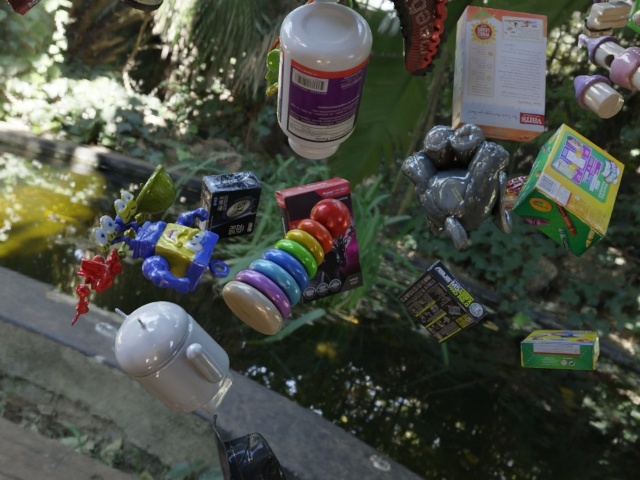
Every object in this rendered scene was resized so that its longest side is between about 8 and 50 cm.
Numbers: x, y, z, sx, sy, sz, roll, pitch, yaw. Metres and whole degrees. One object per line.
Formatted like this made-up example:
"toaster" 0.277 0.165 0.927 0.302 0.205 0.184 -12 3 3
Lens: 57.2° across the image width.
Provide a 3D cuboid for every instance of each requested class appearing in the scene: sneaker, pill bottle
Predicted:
"sneaker" 0.163 -0.419 1.019 0.135 0.276 0.097 3 41 -3
"sneaker" 0.537 -0.125 1.661 0.225 0.088 0.092 3 -36 2
"pill bottle" 0.000 -0.325 1.255 0.182 0.181 0.323 19 -31 6

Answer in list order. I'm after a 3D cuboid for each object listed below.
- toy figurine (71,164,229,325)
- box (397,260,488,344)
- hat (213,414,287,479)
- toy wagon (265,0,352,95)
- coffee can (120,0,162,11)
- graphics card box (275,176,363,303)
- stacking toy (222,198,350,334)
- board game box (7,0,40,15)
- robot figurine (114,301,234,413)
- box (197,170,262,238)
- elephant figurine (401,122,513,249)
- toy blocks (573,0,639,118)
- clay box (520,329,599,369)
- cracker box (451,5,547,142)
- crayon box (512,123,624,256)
"toy figurine" -0.269 0.024 1.065 0.217 0.191 0.362 20 28 -8
"box" 0.382 0.204 1.877 0.216 0.060 0.270 47 -26 9
"hat" -0.143 0.531 1.294 0.134 0.331 0.331 -13 18 -15
"toy wagon" -0.052 -0.509 1.501 0.068 0.344 0.267 45 37 -7
"coffee can" -0.415 -0.742 1.453 0.202 0.275 0.201 28 44 -31
"graphics card box" 0.000 0.000 1.918 0.233 0.370 0.094 -15 19 -21
"stacking toy" -0.052 0.032 1.230 0.141 0.330 0.141 30 -28 17
"board game box" -0.455 -0.534 1.011 0.145 0.281 0.027 56 9 -1
"robot figurine" -0.368 0.292 1.470 0.300 0.199 0.353 -6 -47 39
"box" -0.259 -0.096 1.660 0.147 0.180 0.077 -10 48 -29
"elephant figurine" 0.245 -0.076 0.952 0.169 0.186 0.239 41 5 30
"toy blocks" 0.487 -0.373 0.912 0.309 0.288 0.260 -10 42 -8
"clay box" 0.481 0.212 1.168 0.128 0.053 0.222 -3 -1 27
"cracker box" 0.334 -0.309 1.100 0.156 0.232 0.067 6 -10 -4
"crayon box" 0.529 -0.114 1.241 0.165 0.081 0.278 36 49 4
